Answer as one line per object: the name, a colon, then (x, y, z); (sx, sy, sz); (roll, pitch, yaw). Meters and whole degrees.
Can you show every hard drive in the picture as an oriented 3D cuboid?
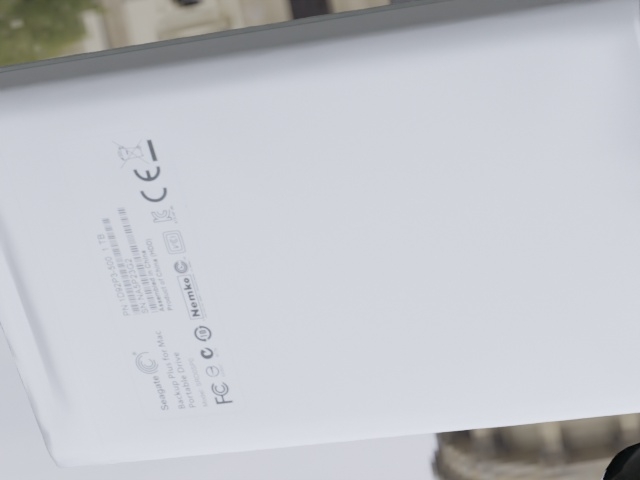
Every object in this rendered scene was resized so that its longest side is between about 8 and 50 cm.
hard drive: (0.000, 0.000, 0.789); (0.307, 0.203, 0.040); (-7, -151, 13)

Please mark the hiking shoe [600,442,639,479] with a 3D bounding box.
hiking shoe: (0.163, 0.171, 0.482); (0.113, 0.304, 0.132); (-18, -136, 42)
